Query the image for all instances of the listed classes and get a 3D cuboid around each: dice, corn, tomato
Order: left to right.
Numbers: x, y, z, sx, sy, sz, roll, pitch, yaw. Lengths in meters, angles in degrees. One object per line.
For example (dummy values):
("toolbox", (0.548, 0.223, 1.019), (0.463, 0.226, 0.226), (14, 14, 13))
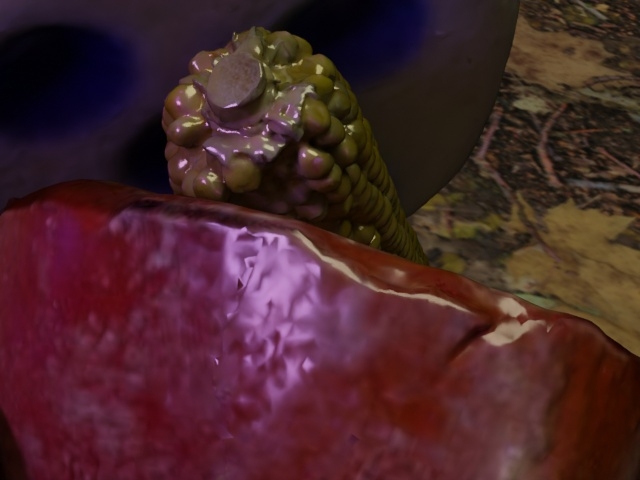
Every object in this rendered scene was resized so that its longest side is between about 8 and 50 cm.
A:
("dice", (-0.091, -0.142, 0.768), (0.304, 0.304, 0.277), (-10, 55, -14))
("tomato", (-0.019, 0.099, 0.606), (0.309, 0.309, 0.170), (16, 73, 1))
("corn", (0.000, 0.000, 0.704), (0.086, 0.288, 0.086), (-7, 63, 14))
